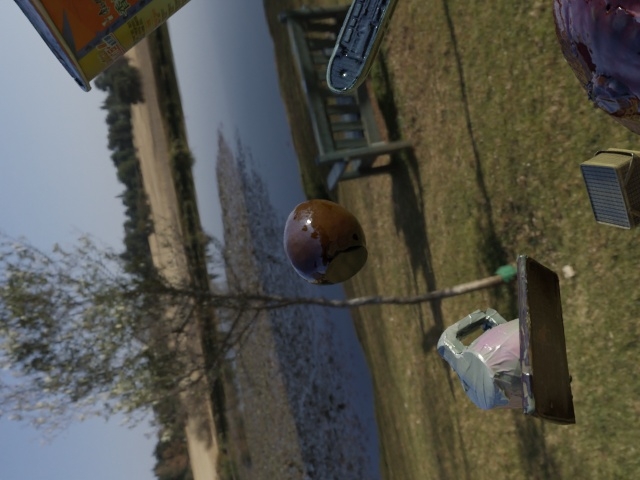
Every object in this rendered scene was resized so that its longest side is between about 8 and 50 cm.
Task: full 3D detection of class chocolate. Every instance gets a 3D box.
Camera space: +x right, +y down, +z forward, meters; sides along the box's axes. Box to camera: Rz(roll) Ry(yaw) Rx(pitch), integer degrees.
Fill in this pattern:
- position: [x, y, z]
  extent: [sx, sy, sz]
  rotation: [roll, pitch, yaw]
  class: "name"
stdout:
- position: [0.000, 0.000, 1.239]
  extent: [0.177, 0.176, 0.177]
  rotation: [167, 90, -78]
  class: "chocolate"

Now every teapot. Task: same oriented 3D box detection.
- position: [0.345, 0.222, 1.274]
  extent: [0.222, 0.178, 0.163]
  rotation: [65, 155, 24]
  class: "teapot"

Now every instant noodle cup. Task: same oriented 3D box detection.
- position: [-0.247, -0.336, 0.689]
  extent: [0.296, 0.214, 0.296]
  rotation: [51, 169, 13]
  class: "instant noodle cup"

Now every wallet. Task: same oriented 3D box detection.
- position: [0.318, 0.143, 0.944]
  extent: [0.031, 0.122, 0.232]
  rotation: [-17, 61, 40]
  class: "wallet"

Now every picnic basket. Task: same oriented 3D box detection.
- position: [0.636, -0.110, 1.399]
  extent: [0.164, 0.079, 0.115]
  rotation: [67, 166, -18]
  class: "picnic basket"

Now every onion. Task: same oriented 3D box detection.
- position: [0.308, -0.180, 0.552]
  extent: [0.246, 0.190, 0.246]
  rotation: [42, 178, 2]
  class: "onion"

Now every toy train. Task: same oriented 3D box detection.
- position: [0.116, -0.507, 1.461]
  extent: [0.407, 0.086, 0.088]
  rotation: [-68, -17, 0]
  class: "toy train"
